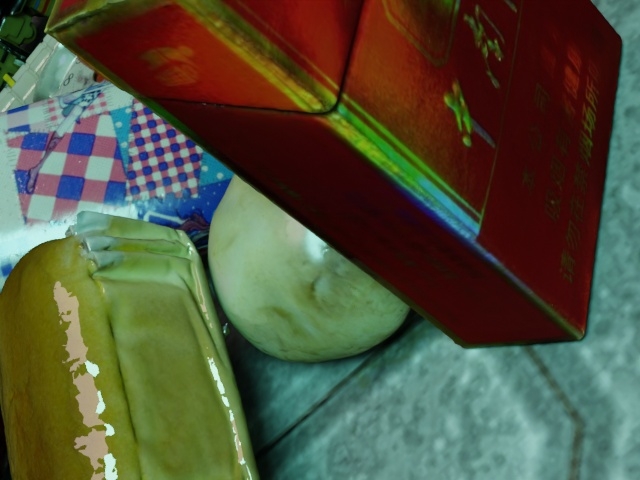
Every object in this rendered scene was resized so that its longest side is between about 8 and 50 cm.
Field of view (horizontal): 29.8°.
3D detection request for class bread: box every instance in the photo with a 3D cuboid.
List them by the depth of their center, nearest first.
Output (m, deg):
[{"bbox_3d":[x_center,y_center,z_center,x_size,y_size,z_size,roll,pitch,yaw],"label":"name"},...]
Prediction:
[{"bbox_3d":[-0.114,0.113,0.676,0.136,0.107,0.241,-37,60,46],"label":"bread"}]

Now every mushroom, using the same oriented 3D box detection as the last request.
[{"bbox_3d":[0.000,0.000,0.706,0.148,0.112,0.148,-23,51,32],"label":"mushroom"}]

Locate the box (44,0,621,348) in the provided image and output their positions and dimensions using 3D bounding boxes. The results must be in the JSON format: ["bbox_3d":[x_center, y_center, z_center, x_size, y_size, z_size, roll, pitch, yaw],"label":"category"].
[{"bbox_3d":[0.034,-0.100,0.591,0.089,0.313,0.197,-9,57,41],"label":"box"}]

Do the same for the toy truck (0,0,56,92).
[{"bbox_3d":[-0.310,-0.197,1.119,0.127,0.127,0.257,14,73,53],"label":"toy truck"}]

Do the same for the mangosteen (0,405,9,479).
[{"bbox_3d":[-0.330,0.140,0.857,0.215,0.215,0.257,-102,30,-41],"label":"mangosteen"}]

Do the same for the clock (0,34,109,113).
[{"bbox_3d":[-0.175,-0.117,0.952,0.255,0.106,0.220,-52,41,0],"label":"clock"}]

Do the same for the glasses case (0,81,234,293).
[{"bbox_3d":[-0.150,-0.035,0.794,0.328,0.076,0.125,-17,72,-5],"label":"glasses case"}]
